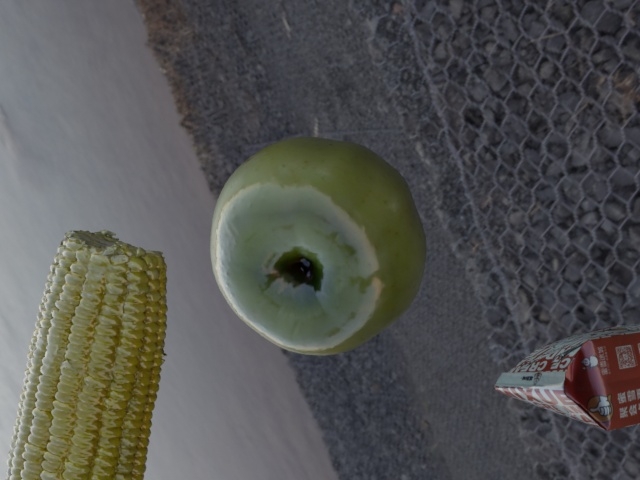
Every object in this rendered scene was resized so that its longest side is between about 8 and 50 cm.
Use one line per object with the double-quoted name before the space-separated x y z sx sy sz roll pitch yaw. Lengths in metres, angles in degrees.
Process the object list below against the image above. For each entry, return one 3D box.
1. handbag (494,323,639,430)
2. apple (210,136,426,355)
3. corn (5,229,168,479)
"handbag" 0.439 0.221 1.202 0.171 0.298 0.151 161 102 -66
"apple" 0.000 0.000 1.572 0.474 0.474 0.473 25 135 29
"corn" -0.123 0.079 0.403 0.085 0.063 0.165 14 93 52
